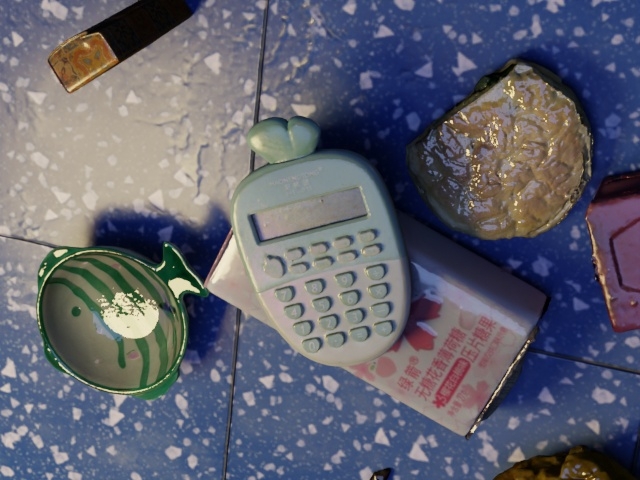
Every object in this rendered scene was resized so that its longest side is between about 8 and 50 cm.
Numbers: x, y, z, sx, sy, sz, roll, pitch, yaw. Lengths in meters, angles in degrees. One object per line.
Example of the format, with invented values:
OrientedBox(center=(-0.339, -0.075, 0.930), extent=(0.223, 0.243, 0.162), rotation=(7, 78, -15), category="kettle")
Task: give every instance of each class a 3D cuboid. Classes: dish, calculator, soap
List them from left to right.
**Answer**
OrientedBox(center=(-0.232, 0.079, 1.982), extent=(0.246, 0.078, 0.224), rotation=(-33, 99, 26), category="dish")
OrientedBox(center=(0.000, 0.000, 1.783), extent=(0.184, 0.042, 0.295), rotation=(-14, 104, 16), category="calculator")
OrientedBox(center=(0.420, -0.007, 1.740), extent=(0.250, 0.099, 0.162), rotation=(-13, 100, 21), category="soap")

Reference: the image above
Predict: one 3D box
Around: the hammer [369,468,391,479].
OrientedBox(center=(0.037, 0.350, 2.041), extent=(0.065, 0.021, 0.178), rotation=(32, 116, 4), category="hammer")

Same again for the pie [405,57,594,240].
OrientedBox(center=(0.205, -0.087, 1.795), extent=(0.218, 0.052, 0.185), rotation=(-35, 96, 24), category="pie")

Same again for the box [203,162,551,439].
OrientedBox(center=(0.068, 0.064, 1.866), extent=(0.370, 0.112, 0.190), rotation=(29, 118, 5), category="box")

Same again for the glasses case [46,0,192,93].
OrientedBox(center=(-0.218, -0.225, 1.777), extent=(0.075, 0.218, 0.049), rotation=(-30, 99, 25), category="glasses case")

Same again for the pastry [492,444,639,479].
OrientedBox(center=(0.298, 0.354, 1.899), extent=(0.240, 0.132, 0.235), rotation=(26, 106, 12), category="pastry")
